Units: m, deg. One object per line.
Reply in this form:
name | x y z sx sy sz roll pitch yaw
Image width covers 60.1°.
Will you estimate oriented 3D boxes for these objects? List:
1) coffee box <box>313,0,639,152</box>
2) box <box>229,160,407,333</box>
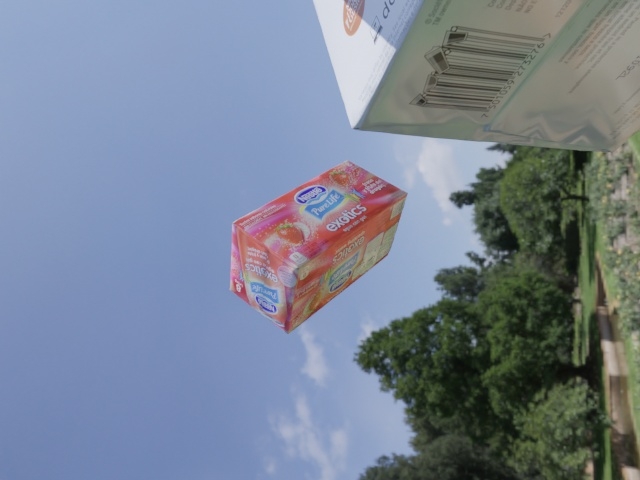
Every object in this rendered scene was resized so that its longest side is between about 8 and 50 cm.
coffee box | 0.201 -0.324 0.523 0.337 0.339 0.334 122 142 -52
box | 0.000 0.000 0.954 0.300 0.142 0.154 -34 -33 -40
